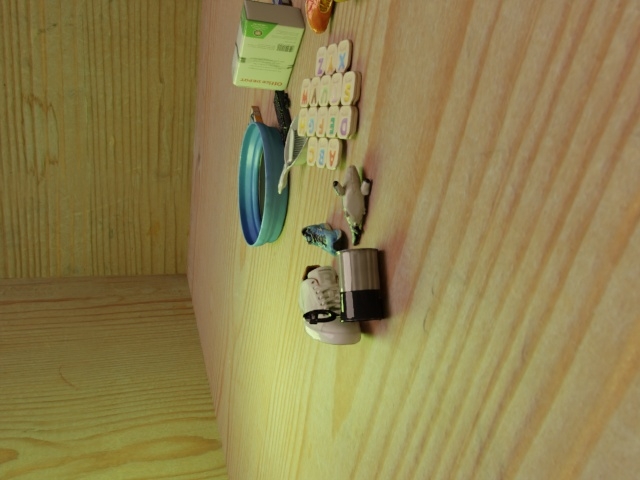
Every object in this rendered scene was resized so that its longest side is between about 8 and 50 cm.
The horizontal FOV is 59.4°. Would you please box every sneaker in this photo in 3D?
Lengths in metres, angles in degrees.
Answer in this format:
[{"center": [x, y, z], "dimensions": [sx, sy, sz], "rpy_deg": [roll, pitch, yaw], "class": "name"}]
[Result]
[{"center": [0.000, 0.000, 1.276], "dimensions": [0.162, 0.073, 0.064], "rpy_deg": [-151, 62, -67], "class": "sneaker"}, {"center": [0.008, 0.127, 1.209], "dimensions": [0.290, 0.105, 0.123], "rpy_deg": [-141, 51, -66], "class": "sneaker"}, {"center": [0.005, -0.557, 1.261], "dimensions": [0.067, 0.064, 0.175], "rpy_deg": [-121, 36, -60], "class": "sneaker"}]

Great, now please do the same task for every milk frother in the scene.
[{"center": [0.039, 0.090, 1.075], "dimensions": [0.129, 0.143, 0.135], "rpy_deg": [146, 122, -71], "class": "milk frother"}]

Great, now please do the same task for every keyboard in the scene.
[{"center": [-0.113, -0.382, 1.651], "dimensions": [0.108, 0.023, 0.180], "rpy_deg": [116, 146, -50], "class": "keyboard"}]

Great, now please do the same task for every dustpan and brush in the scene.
[{"center": [-0.073, -0.223, 1.489], "dimensions": [0.147, 0.060, 0.211], "rpy_deg": [-126, 40, -58], "class": "dustpan and brush"}]

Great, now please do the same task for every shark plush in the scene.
[{"center": [0.076, -0.071, 1.145], "dimensions": [0.067, 0.073, 0.161], "rpy_deg": [-91, -15, -74], "class": "shark plush"}]

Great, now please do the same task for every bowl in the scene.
[{"center": [-0.186, -0.174, 1.779], "dimensions": [0.391, 0.077, 0.392], "rpy_deg": [180, 90, -70], "class": "bowl"}]

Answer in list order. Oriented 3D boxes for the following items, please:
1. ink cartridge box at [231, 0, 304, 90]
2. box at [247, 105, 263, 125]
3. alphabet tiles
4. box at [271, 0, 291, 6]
[{"center": [-0.152, -0.534, 1.554], "dimensions": [0.219, 0.160, 0.093], "rpy_deg": [119, 146, -52], "class": "ink cartridge box"}, {"center": [-0.224, -0.397, 1.949], "dimensions": [0.136, 0.028, 0.081], "rpy_deg": [-108, 26, -43], "class": "box"}, {"center": [0.012, -0.305, 1.276], "dimensions": [0.284, 0.021, 0.278], "rpy_deg": [-155, 69, -63], "class": "alphabet tiles"}, {"center": [-0.133, -0.626, 1.678], "dimensions": [0.225, 0.036, 0.137], "rpy_deg": [121, 143, -53], "class": "box"}]
